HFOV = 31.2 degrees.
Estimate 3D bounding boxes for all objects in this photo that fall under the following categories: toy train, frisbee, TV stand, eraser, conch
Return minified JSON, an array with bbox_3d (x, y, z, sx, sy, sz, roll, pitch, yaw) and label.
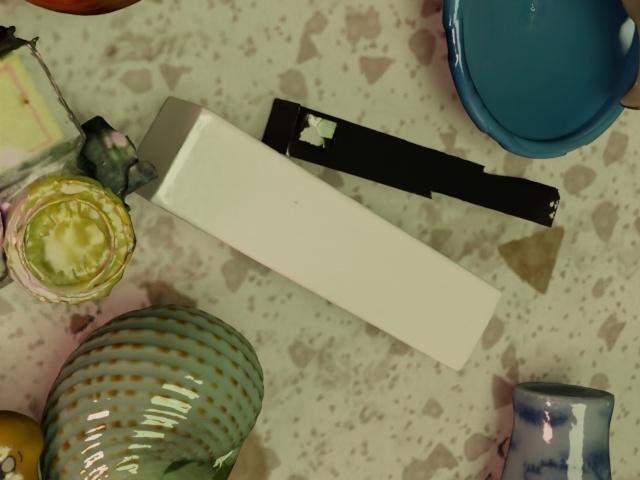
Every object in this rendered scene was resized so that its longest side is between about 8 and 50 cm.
[{"bbox_3d":[-0.237,-0.018,0.714,0.261,0.134,0.177,-33,115,-16],"label":"toy train"},{"bbox_3d":[0.184,-0.187,0.933,0.242,0.045,0.242,-8,105,-34],"label":"frisbee"},{"bbox_3d":[0.078,-0.057,0.912,0.257,0.049,0.040,15,94,-28],"label":"TV stand"},{"bbox_3d":[0.000,0.000,0.871,0.298,0.078,0.076,31,88,-29],"label":"eraser"},{"bbox_3d":[-0.132,0.130,0.801,0.200,0.131,0.172,-33,158,-37],"label":"conch"}]

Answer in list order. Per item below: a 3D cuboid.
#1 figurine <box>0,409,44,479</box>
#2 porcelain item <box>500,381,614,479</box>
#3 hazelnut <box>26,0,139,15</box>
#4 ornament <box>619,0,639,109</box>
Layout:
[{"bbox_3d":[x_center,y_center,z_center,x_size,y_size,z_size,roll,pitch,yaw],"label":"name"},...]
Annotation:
[{"bbox_3d":[-0.264,0.155,0.758,0.176,0.121,0.122,-28,79,9],"label":"figurine"},{"bbox_3d":[0.204,0.258,1.009,0.141,0.141,0.259,1,94,-27],"label":"porcelain item"},{"bbox_3d":[-0.147,-0.227,0.691,0.182,0.182,0.182,-7,105,-25],"label":"hazelnut"},{"bbox_3d":[0.277,-0.190,0.932,0.075,0.081,0.156,-7,110,3],"label":"ornament"}]
